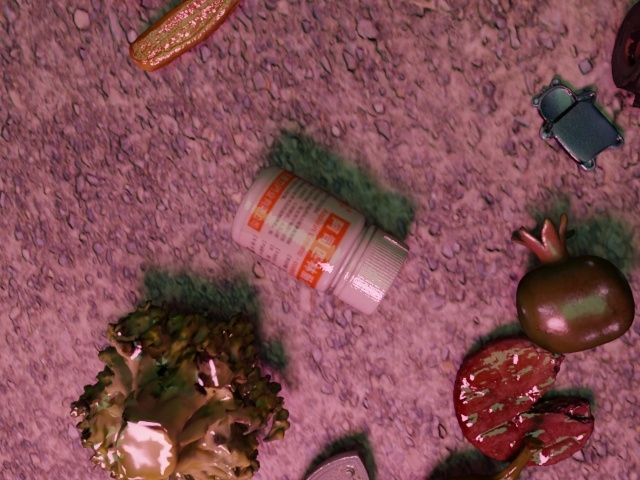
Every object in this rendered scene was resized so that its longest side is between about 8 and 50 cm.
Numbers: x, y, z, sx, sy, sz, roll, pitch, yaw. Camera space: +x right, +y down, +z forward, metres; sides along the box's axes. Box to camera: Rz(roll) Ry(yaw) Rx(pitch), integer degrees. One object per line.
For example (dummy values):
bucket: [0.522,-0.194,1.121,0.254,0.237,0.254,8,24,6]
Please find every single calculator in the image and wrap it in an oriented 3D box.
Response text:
calculator: [0.375,-0.172,0.667,0.094,0.019,0.141,-42,88,13]

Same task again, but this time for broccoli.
broccoli: [-0.225,0.272,0.748,0.323,0.272,0.335,13,95,-32]

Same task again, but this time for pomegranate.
pomegranate: [0.352,0.064,0.659,0.151,0.131,0.191,-26,71,18]

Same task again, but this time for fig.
fig: [0.254,0.401,0.718,0.151,0.151,0.259,29,92,5]

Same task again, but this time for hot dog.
hot dog: [-0.215,-0.349,0.735,0.215,0.047,0.066,-33,106,13]

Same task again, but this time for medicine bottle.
medicine bottle: [0.000,0.000,0.699,0.252,0.144,0.145,29,102,2]

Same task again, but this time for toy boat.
toy boat: [0.003,0.505,0.797,0.141,0.092,0.320,23,101,4]

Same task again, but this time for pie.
pie: [0.318,0.258,0.725,0.204,0.054,0.219,-15,97,12]

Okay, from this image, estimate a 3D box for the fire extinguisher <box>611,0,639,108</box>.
fire extinguisher: [0.597,-0.227,0.590,0.375,0.113,0.200,2,141,11]
